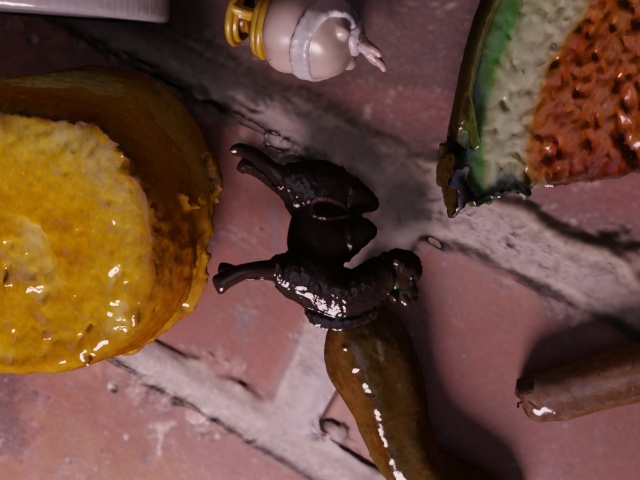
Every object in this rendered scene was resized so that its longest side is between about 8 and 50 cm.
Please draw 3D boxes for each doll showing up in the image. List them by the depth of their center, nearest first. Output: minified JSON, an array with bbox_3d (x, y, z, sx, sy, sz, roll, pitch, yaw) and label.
[{"bbox_3d":[-0.004,-0.167,0.513,0.127,0.073,0.084,18,67,10],"label":"doll"},{"bbox_3d":[0.000,0.000,0.518,0.165,0.057,0.139,9,70,1],"label":"doll"}]

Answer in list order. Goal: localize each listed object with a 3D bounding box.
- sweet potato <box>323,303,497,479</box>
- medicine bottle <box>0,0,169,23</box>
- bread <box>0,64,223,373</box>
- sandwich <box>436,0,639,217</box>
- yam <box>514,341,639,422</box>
[{"bbox_3d":[0.072,0.151,0.534,0.081,0.062,0.233,-32,92,11],"label":"sweet potato"},{"bbox_3d":[-0.202,-0.311,0.441,0.244,0.245,0.307,7,106,9],"label":"medicine bottle"},{"bbox_3d":[-0.210,-0.011,0.525,0.268,0.146,0.269,2,101,11],"label":"bread"},{"bbox_3d":[0.204,-0.149,0.460,0.212,0.109,0.292,9,100,2],"label":"sandwich"},{"bbox_3d":[0.278,0.090,0.497,0.263,0.046,0.046,-19,92,11],"label":"yam"}]
